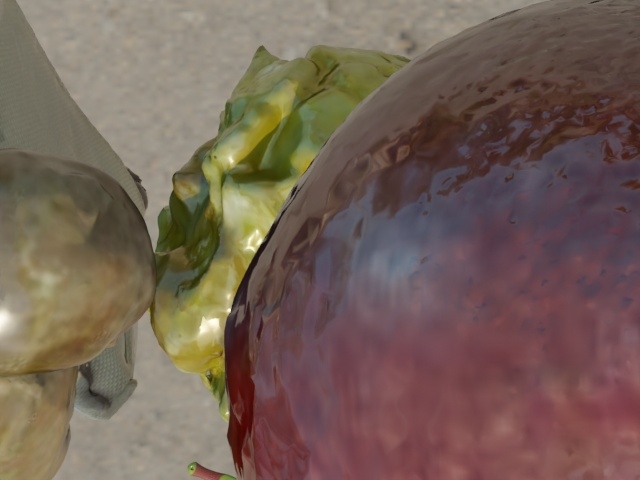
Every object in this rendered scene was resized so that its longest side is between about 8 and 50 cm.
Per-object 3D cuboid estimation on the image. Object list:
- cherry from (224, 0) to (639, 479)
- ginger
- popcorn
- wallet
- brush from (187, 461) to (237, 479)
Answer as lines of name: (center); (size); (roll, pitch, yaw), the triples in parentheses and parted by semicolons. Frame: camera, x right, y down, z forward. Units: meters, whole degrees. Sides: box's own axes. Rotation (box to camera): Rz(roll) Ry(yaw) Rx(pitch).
cherry: (0.105, 0.046, 0.438); (0.239, 0.239, 0.206); (33, 111, 38)
ginger: (-0.214, 0.042, 0.792); (0.245, 0.304, 0.155); (80, -169, -51)
popcorn: (0.004, -0.005, 1.103); (0.249, 0.249, 0.225); (-59, 28, 33)
wallet: (-0.195, -0.029, 1.253); (0.068, 0.335, 0.275); (-16, 50, 9)
brush: (-0.102, 0.255, 1.905); (0.083, 0.021, 0.019); (21, 86, 12)
